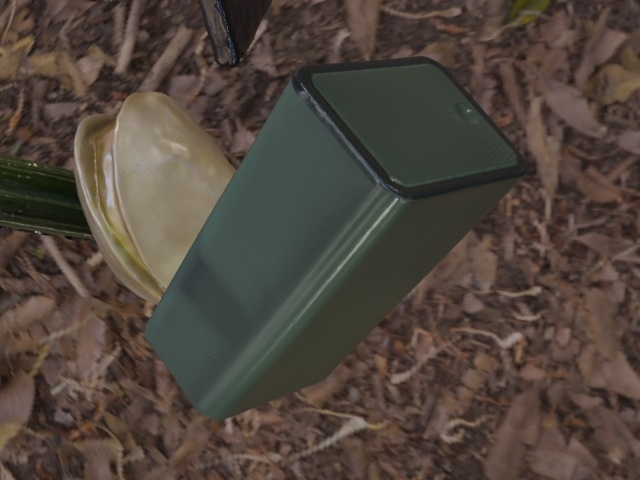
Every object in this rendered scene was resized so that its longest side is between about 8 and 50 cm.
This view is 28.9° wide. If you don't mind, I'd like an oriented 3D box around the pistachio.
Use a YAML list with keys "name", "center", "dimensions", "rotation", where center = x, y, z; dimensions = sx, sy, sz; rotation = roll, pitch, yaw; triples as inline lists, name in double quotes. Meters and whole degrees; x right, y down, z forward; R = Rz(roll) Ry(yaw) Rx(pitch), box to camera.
- name: "pistachio"
  center: [-0.201, -0.040, 1.649]
  dimensions: [0.229, 0.238, 0.321]
  rotation: [-21, 107, 26]

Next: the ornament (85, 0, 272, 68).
- name: "ornament"
  center: [-0.115, -0.147, 0.446]
  dimensions: [0.196, 0.153, 0.166]
  rotation: [-4, 123, 17]

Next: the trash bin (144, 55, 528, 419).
- name: "trash bin"
  center: [0.000, 0.000, 1.187]
  dimensions: [0.223, 0.343, 0.158]
  rotation: [-15, 62, -49]

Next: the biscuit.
- name: "biscuit"
  center: [-0.401, -0.061, 1.662]
  dimensions: [0.322, 0.038, 0.099]
  rotation: [12, 80, -39]
